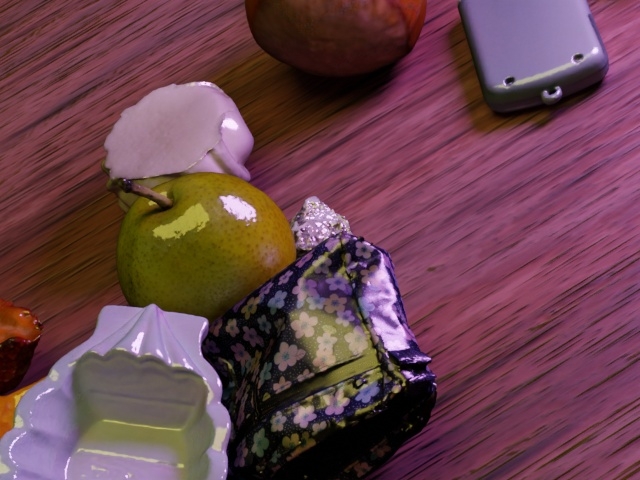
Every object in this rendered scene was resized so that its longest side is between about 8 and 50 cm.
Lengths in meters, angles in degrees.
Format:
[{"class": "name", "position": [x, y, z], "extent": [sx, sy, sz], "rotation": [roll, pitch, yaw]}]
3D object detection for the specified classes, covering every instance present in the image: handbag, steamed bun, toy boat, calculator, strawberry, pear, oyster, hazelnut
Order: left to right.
[{"class": "strawberry", "position": [-0.366, 0.122, 1.762], "extent": [0.192, 0.085, 0.140], "rotation": [-20, 25, 2]}, {"class": "toy boat", "position": [-0.174, 0.186, 1.491], "extent": [0.199, 0.100, 0.290], "rotation": [10, 49, 5]}, {"class": "steamed bun", "position": [-0.153, -0.087, 1.858], "extent": [0.183, 0.106, 0.183], "rotation": [-16, 44, 16]}, {"class": "pear", "position": [-0.123, 0.000, 1.667], "extent": [0.180, 0.216, 0.166], "rotation": [-20, 36, 15]}, {"class": "oyster", "position": [0.001, 0.000, 1.737], "extent": [0.100, 0.037, 0.098], "rotation": [17, 57, 38]}, {"class": "handbag", "position": [0.002, 0.122, 1.529], "extent": [0.229, 0.127, 0.208], "rotation": [-34, 50, 23]}, {"class": "hazelnut", "position": [0.017, -0.280, 1.913], "extent": [0.214, 0.176, 0.214], "rotation": [1, 54, -1]}, {"class": "calculator", "position": [0.229, -0.226, 1.850], "extent": [0.141, 0.045, 0.246], "rotation": [-19, 41, 8]}]

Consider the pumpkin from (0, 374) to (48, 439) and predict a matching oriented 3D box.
[{"class": "pumpkin", "position": [-0.309, 0.230, 1.597], "extent": [0.258, 0.095, 0.290], "rotation": [-10, 50, 5]}]
